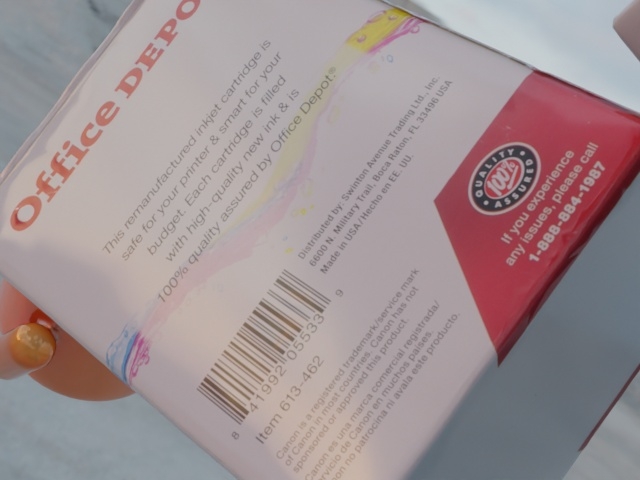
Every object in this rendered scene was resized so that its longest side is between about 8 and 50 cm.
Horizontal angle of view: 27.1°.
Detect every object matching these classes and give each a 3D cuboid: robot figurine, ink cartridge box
[{"bbox_3d":[-0.130,0.020,0.816,0.158,0.219,0.128,-7,64,-24],"label":"robot figurine"},{"bbox_3d":[0.000,0.000,0.379,0.175,0.127,0.072,33,-6,38],"label":"ink cartridge box"}]

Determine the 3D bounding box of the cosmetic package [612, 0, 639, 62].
[{"bbox_3d":[0.228,-0.054,0.159,0.217,0.156,0.385,50,-19,2],"label":"cosmetic package"}]
